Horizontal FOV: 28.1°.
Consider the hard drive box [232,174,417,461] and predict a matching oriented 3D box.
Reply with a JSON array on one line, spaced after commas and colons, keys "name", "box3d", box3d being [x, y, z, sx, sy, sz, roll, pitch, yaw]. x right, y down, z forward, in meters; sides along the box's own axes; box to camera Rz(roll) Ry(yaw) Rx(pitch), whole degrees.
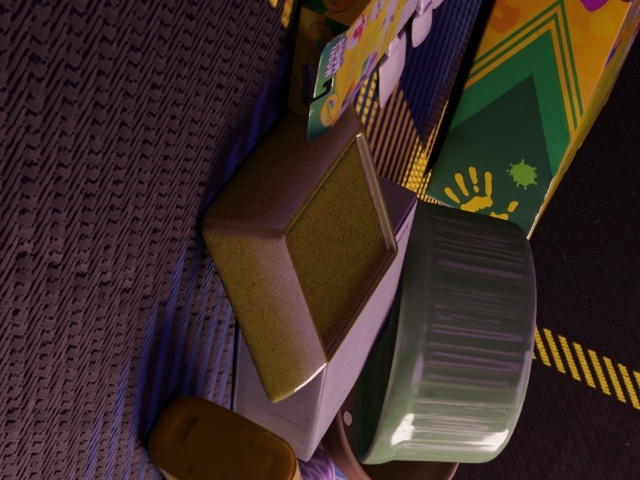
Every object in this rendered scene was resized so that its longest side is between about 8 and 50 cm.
[{"name": "hard drive box", "box3d": [0.001, 0.068, 1.183, 0.181, 0.089, 0.232, -57, 167, -33]}]

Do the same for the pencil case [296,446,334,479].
[{"name": "pencil case", "box3d": [-0.046, 0.311, 1.487, 0.206, 0.086, 0.088, -37, 143, -66]}]

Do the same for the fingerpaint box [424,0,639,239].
[{"name": "fingerpaint box", "box3d": [0.327, -0.277, 1.710, 0.445, 0.163, 0.371, -52, 164, -48]}]

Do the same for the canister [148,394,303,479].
[{"name": "canister", "box3d": [-0.071, 0.196, 1.051, 0.073, 0.126, 0.170, -60, 166, -19]}]

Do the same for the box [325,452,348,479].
[{"name": "box", "box3d": [0.069, 0.319, 1.954, 0.178, 0.109, 0.042, -69, 169, 22]}]

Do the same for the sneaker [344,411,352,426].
[{"name": "sneaker", "box3d": [0.069, 0.217, 1.849, 0.061, 0.064, 0.158, -45, 157, -58]}]

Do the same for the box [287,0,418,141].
[{"name": "box", "box3d": [0.026, -0.162, 0.931, 0.105, 0.043, 0.179, 101, 16, -51]}]

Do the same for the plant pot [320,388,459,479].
[{"name": "plant pot", "box3d": [0.069, 0.220, 1.632, 0.109, 0.237, 0.237, -17, -151, 44]}]

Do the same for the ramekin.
[{"name": "ramekin", "box3d": [0.133, 0.104, 1.418, 0.303, 0.148, 0.303, -172, -90, -84]}]

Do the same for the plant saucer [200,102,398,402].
[{"name": "plant saucer", "box3d": [0.000, 0.000, 0.964, 0.188, 0.045, 0.188, -55, 140, -38]}]

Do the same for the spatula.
[{"name": "spatula", "box3d": [0.091, -0.237, 1.130, 0.168, 0.019, 0.242, -55, 165, -16]}]
